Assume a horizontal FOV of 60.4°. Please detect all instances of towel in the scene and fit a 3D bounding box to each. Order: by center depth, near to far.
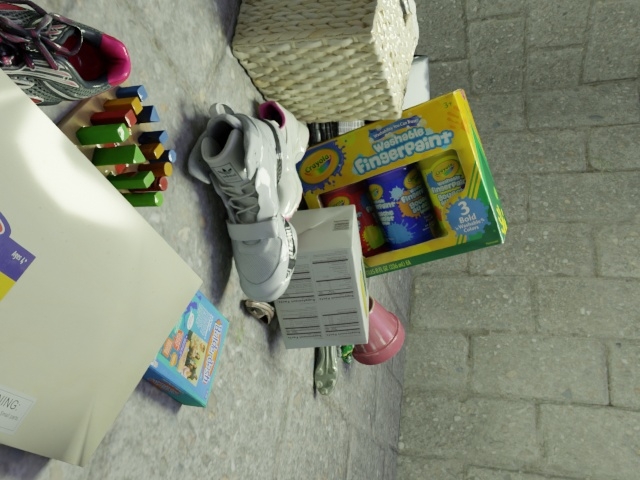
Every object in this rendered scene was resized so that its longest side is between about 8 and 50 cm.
[{"bbox_3d":[0.052,-0.383,1.610,0.235,0.121,0.284,-30,119,-68],"label":"towel"}]

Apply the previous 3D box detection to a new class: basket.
[{"bbox_3d":[0.027,-0.447,1.213,0.328,0.331,0.266,48,47,-63],"label":"basket"}]

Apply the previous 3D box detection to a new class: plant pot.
[{"bbox_3d":[0.158,0.285,1.847,0.180,0.201,0.201,57,34,-31],"label":"plant pot"}]

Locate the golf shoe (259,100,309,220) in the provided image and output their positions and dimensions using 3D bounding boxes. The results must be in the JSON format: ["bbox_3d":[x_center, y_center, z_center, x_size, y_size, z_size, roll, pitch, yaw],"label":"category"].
[{"bbox_3d":[-0.107,-0.168,1.183,0.140,0.115,0.306,50,35,-48],"label":"golf shoe"}]

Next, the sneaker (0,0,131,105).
[{"bbox_3d":[-0.313,-0.190,0.530,0.299,0.112,0.121,-39,128,-65],"label":"sneaker"}]

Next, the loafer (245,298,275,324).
[{"bbox_3d":[-0.129,0.155,1.190,0.125,0.045,0.039,47,52,-68],"label":"loafer"}]

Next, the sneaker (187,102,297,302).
[{"bbox_3d":[-0.144,-0.069,1.010,0.210,0.137,0.366,17,68,-70],"label":"sneaker"}]

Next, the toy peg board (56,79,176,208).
[{"bbox_3d":[-0.254,-0.128,0.758,0.161,0.079,0.161,-71,154,-44],"label":"toy peg board"}]

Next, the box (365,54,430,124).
[{"bbox_3d":[0.213,-0.420,1.790,0.312,0.179,0.343,-128,-153,-64],"label":"box"}]

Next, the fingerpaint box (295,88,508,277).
[{"bbox_3d":[0.195,-0.125,1.395,0.163,0.444,0.371,-40,111,-62],"label":"fingerpaint box"}]

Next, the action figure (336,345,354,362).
[{"bbox_3d":[0.073,0.292,1.721,0.137,0.063,0.232,-27,124,-29],"label":"action figure"}]

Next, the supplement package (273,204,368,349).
[{"bbox_3d":[0.000,0.084,1.282,0.199,0.198,0.263,-81,163,-59],"label":"supplement package"}]

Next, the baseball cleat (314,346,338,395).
[{"bbox_3d":[0.026,0.343,1.609,0.109,0.072,0.206,12,82,-78],"label":"baseball cleat"}]

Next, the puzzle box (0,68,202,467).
[{"bbox_3d":[-0.294,0.051,0.551,0.272,0.052,0.409,-60,150,-22],"label":"puzzle box"}]

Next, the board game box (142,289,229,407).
[{"bbox_3d":[-0.226,0.159,0.887,0.210,0.047,0.160,64,31,-52],"label":"board game box"}]
